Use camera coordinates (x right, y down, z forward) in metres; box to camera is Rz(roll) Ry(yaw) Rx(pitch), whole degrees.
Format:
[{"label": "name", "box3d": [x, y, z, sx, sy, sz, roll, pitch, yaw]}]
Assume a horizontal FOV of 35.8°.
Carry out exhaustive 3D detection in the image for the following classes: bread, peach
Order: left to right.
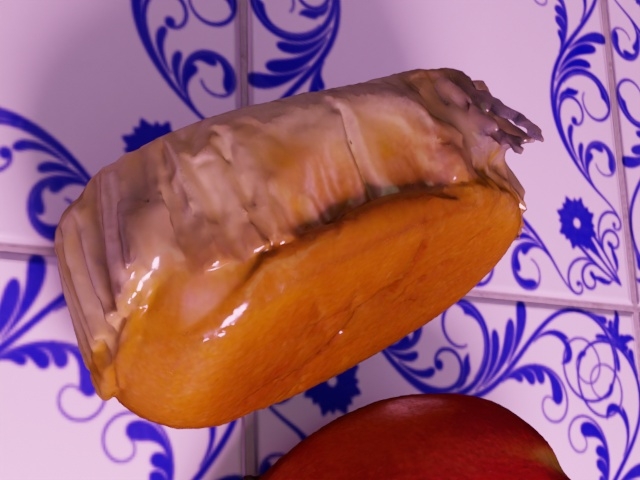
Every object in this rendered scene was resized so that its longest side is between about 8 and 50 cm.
[{"label": "bread", "box3d": [-0.003, 0.005, 0.757, 0.389, 0.236, 0.183, -19, 73, -28]}, {"label": "peach", "box3d": [0.071, 0.252, 0.747, 0.362, 0.201, 0.257, -7, 83, -35]}]
